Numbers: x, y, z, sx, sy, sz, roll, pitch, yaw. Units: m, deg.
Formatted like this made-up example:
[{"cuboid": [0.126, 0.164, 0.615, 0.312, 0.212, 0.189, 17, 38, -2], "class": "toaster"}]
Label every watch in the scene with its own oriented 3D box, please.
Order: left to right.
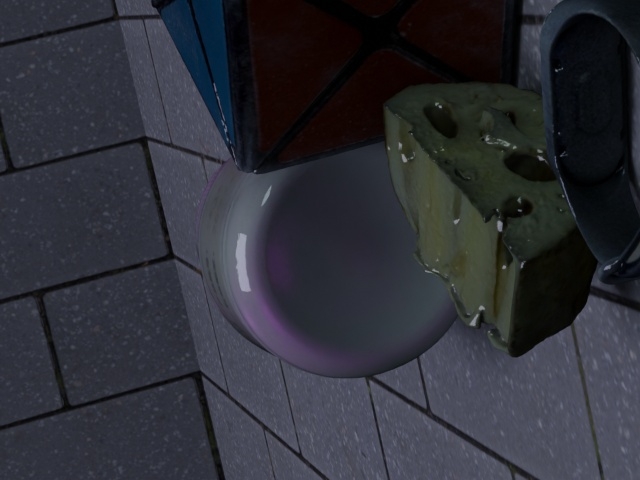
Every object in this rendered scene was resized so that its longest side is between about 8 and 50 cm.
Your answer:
[{"cuboid": [0.213, -0.068, 1.357, 0.193, 0.068, 0.206, -123, 25, -56], "class": "watch"}]

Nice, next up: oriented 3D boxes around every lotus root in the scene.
[{"cuboid": [0.144, -0.027, 1.540, 0.235, 0.138, 0.119, -119, 14, -46], "class": "lotus root"}]

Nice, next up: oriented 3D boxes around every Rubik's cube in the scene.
[{"cuboid": [0.002, -0.242, 1.627, 0.260, 0.254, 0.259, -117, 19, -44], "class": "Rubik's cube"}]

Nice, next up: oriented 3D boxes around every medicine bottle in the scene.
[{"cuboid": [0.000, 0.000, 1.925, 0.302, 0.241, 0.241, -164, 60, -75], "class": "medicine bottle"}]
